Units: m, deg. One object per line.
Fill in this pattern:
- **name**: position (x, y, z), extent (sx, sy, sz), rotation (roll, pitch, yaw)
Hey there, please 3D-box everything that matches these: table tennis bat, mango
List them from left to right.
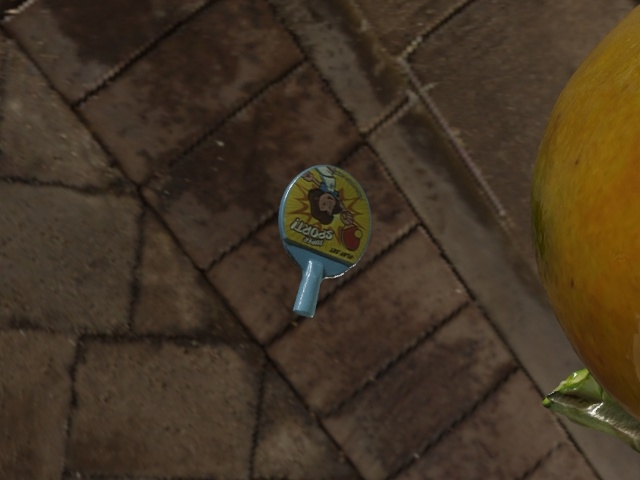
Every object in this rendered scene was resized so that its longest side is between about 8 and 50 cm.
- **table tennis bat**: position (0.000, 0.000, 1.343), extent (0.100, 0.019, 0.155), rotation (23, 70, -24)
- **mango**: position (0.264, -0.050, 0.789), extent (0.300, 0.446, 0.232), rotation (-34, 109, 23)

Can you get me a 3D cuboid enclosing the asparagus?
- **asparagus**: position (0.348, 0.189, 1.459), extent (0.343, 0.085, 0.082), rotation (22, 136, -31)
